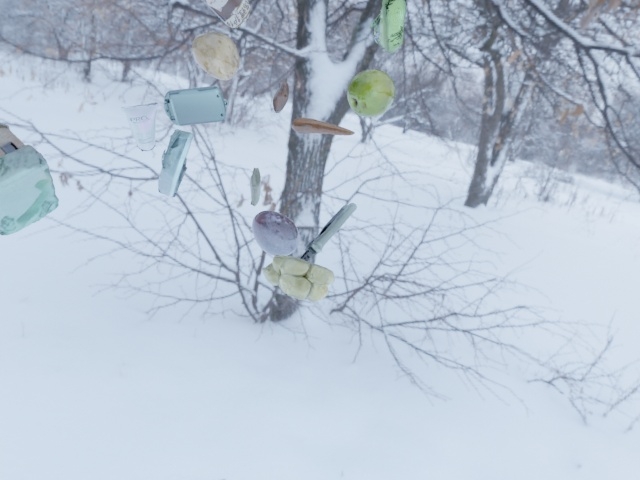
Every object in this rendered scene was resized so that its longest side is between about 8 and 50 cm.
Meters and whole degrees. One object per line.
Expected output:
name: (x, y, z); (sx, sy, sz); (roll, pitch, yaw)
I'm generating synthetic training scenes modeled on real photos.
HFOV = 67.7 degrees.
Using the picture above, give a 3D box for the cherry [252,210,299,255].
cherry: (-0.197, -0.029, 2.100); (0.213, 0.184, 0.266); (21, -13, 39)

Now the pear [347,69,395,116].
pear: (0.201, -0.537, 1.723); (0.216, 0.166, 0.180); (-25, 10, -24)

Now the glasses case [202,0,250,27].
glasses case: (-0.397, -0.931, 1.756); (0.321, 0.122, 0.082); (39, 4, -31)

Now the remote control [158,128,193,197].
remote control: (-0.317, -0.164, 1.041); (0.052, 0.104, 0.247); (19, -17, -17)

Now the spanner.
spanner: (0.000, 0.000, 1.544); (0.040, 0.325, 0.095); (44, -16, -9)

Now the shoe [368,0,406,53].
shoe: (0.296, -0.958, 2.110); (0.128, 0.262, 0.140); (23, 56, 30)

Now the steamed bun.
steamed bun: (-0.071, 0.107, 1.317); (0.192, 0.106, 0.177); (28, -16, -39)

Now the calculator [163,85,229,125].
calculator: (-0.470, -0.510, 1.816); (0.245, 0.141, 0.045); (-7, 39, 0)

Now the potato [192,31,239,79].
potato: (-0.270, -0.480, 1.239); (0.147, 0.112, 0.112); (37, 25, 18)

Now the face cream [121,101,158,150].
face cream: (-0.501, -0.326, 1.351); (0.092, 0.058, 0.243); (-14, -8, -18)

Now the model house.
model house: (-0.951, -0.218, 1.376); (0.325, 0.267, 0.194); (46, 59, 6)

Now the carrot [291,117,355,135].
carrot: (0.006, -0.330, 1.401); (0.216, 0.048, 0.048); (15, 16, 30)

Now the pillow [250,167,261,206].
pillow: (-0.313, -0.260, 2.295); (0.053, 0.119, 0.208); (0, 36, -5)

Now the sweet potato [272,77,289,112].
sweet potato: (-0.151, -0.576, 1.887); (0.057, 0.057, 0.265); (12, 45, -2)
